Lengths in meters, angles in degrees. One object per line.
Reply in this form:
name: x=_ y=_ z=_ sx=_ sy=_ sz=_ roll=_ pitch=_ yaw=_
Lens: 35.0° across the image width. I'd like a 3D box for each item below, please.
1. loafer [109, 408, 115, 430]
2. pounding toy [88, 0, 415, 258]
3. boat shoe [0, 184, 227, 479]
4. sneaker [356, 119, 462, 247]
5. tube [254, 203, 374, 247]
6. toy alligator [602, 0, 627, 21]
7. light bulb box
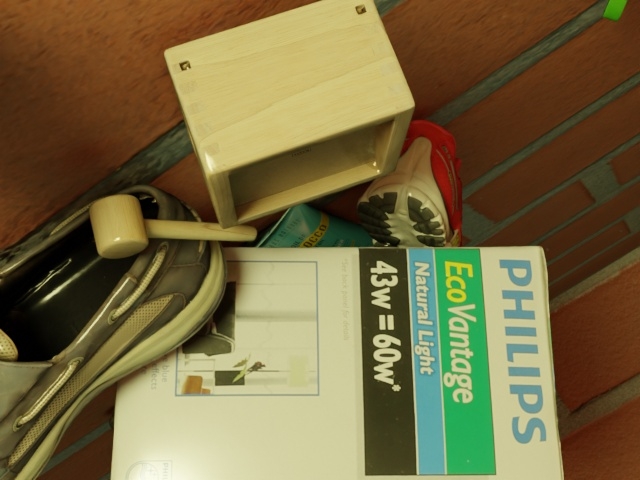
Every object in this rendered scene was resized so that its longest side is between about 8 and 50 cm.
loafer: x=-0.211 y=0.225 z=1.343 sx=0.148 sy=0.050 sz=0.056 roll=3 pitch=143 yaw=-35
pounding toy: x=-0.059 y=-0.064 z=0.665 sx=0.206 sy=0.094 sz=0.181 roll=-19 pitch=167 yaw=-6
boat shoe: x=-0.230 y=0.081 z=0.725 sx=0.355 sy=0.132 sz=0.130 roll=-44 pitch=149 yaw=-14
sneaker: x=0.107 y=-0.026 z=1.005 sx=0.279 sy=0.107 sz=0.118 roll=78 pitch=31 yaw=-68
tube: x=0.000 y=0.000 z=1.034 sx=0.080 sy=0.052 sz=0.207 roll=-52 pitch=154 yaw=14
toy alligator: x=0.242 y=-0.229 z=0.751 sx=0.189 sy=0.056 sz=0.051 roll=82 pitch=27 yaw=-72
light bulb box: x=0.007 y=0.161 z=0.976 sx=0.361 sy=0.225 sz=0.358 roll=0 pitch=161 yaw=-2
